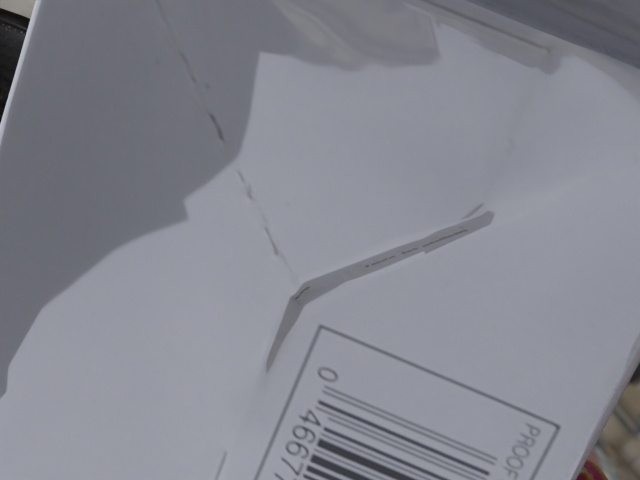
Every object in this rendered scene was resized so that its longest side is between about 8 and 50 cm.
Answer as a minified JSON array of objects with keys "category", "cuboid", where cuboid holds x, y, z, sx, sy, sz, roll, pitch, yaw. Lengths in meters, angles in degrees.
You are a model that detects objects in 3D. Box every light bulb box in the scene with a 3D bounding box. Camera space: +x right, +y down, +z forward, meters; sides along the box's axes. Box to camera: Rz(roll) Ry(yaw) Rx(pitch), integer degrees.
[{"category":"light bulb box","cuboid":[0.000,0.000,0.664,0.225,0.358,0.361,23,-155,1]}]

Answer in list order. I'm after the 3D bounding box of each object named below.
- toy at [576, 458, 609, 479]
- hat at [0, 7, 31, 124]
[{"category":"toy","cuboid":[0.150,0.154,0.983,0.137,0.056,0.237,47,177,24]},{"category":"hat","cuboid":[-0.271,-0.021,0.887,0.331,0.331,0.134,36,-128,-48]}]
